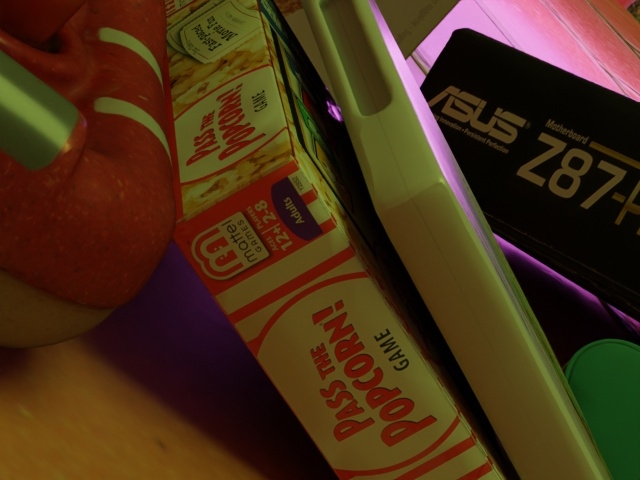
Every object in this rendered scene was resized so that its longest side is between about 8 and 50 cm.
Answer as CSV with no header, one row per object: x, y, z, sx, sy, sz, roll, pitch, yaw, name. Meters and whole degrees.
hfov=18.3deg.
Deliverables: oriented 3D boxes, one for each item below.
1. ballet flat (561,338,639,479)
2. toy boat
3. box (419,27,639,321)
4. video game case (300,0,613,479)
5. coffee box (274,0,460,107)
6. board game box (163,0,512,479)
0.155,0.126,0.796,0.067,0.073,0.206,67,-4,-45,ballet flat
-0.085,-0.086,0.561,0.151,0.151,0.231,37,16,-21,toy boat
0.260,0.045,0.989,0.318,0.097,0.395,31,0,-41,box
0.057,0.022,0.697,0.227,0.026,0.206,60,7,-30,video game case
-0.022,-0.313,0.992,0.334,0.337,0.338,38,15,-17,coffee box
0.000,0.000,0.666,0.146,0.045,0.193,57,8,-24,board game box
